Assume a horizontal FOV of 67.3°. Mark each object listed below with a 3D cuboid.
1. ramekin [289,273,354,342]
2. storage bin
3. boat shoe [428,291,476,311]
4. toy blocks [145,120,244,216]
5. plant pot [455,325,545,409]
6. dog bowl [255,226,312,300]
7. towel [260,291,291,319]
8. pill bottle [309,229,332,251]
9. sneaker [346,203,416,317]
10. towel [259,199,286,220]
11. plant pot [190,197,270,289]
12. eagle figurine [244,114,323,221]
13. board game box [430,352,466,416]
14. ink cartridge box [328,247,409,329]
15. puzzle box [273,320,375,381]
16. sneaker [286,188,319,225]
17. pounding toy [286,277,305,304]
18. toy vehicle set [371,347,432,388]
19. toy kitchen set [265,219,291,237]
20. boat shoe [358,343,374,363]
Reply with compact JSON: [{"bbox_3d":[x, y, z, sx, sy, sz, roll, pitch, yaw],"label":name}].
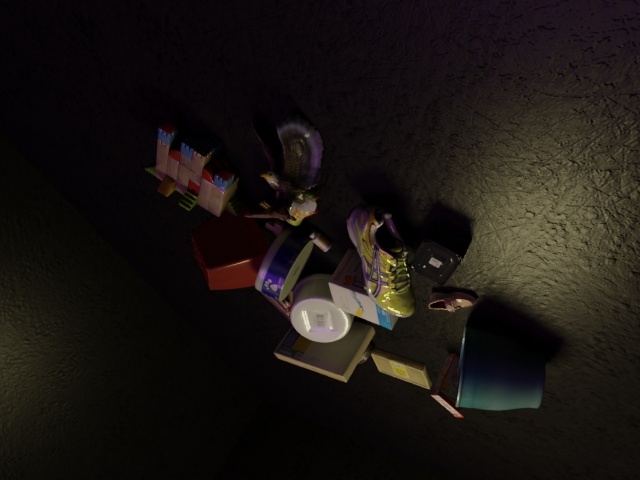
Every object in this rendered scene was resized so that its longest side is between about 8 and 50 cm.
[{"bbox_3d":[0.008,0.282,1.943,0.277,0.135,0.277,6,123,9],"label":"ramekin"},{"bbox_3d":[0.351,0.039,1.418,0.122,0.084,0.180,29,150,10],"label":"storage bin"},{"bbox_3d":[0.436,0.210,1.602,0.170,0.059,0.063,-8,129,50],"label":"boat shoe"},{"bbox_3d":[-0.433,-0.265,1.702,0.381,0.190,0.261,33,139,5],"label":"toy blocks"},{"bbox_3d":[0.594,0.440,1.593,0.255,0.271,0.271,8,142,17],"label":"plant pot"},{"bbox_3d":[-0.132,0.088,1.786,0.104,0.265,0.265,28,149,8],"label":"dog bowl"},{"bbox_3d":[-0.216,0.260,2.239,0.237,0.037,0.329,42,164,17],"label":"towel"},{"bbox_3d":[0.000,0.000,1.750,0.083,0.043,0.043,41,149,-11],"label":"pill bottle"},{"bbox_3d":[0.200,0.072,1.452,0.147,0.145,0.384,7,126,64],"label":"sneaker"},{"bbox_3d":[-0.168,-0.106,1.688,0.102,0.021,0.237,36,177,-9],"label":"towel"},{"bbox_3d":[-0.355,0.041,1.865,0.267,0.236,0.267,60,159,24],"label":"plant pot"},{"bbox_3d":[-0.112,-0.210,1.432,0.226,0.298,0.225,5,179,-4],"label":"eagle figurine"},{"bbox_3d":[0.529,0.565,1.881,0.147,0.193,0.045,41,149,-12],"label":"board game box"},{"bbox_3d":[0.175,0.166,1.685,0.233,0.171,0.168,17,146,27],"label":"ink cartridge box"},{"bbox_3d":[0.013,0.459,2.168,0.409,0.272,0.052,8,139,40],"label":"puzzle box"},{"bbox_3d":[-0.057,-0.105,1.621,0.094,0.081,0.208,28,149,7],"label":"sneaker"},{"bbox_3d":[-0.123,0.200,2.115,0.206,0.094,0.181,54,155,-19],"label":"pounding toy"},{"bbox_3d":[0.375,0.593,2.231,0.267,0.035,0.166,12,143,34],"label":"toy vehicle set"},{"bbox_3d":[-0.155,-0.063,1.784,0.068,0.075,0.083,29,146,11],"label":"toy kitchen set"},{"bbox_3d":[0.133,0.533,2.321,0.120,0.122,0.324,43,141,-4],"label":"boat shoe"}]
